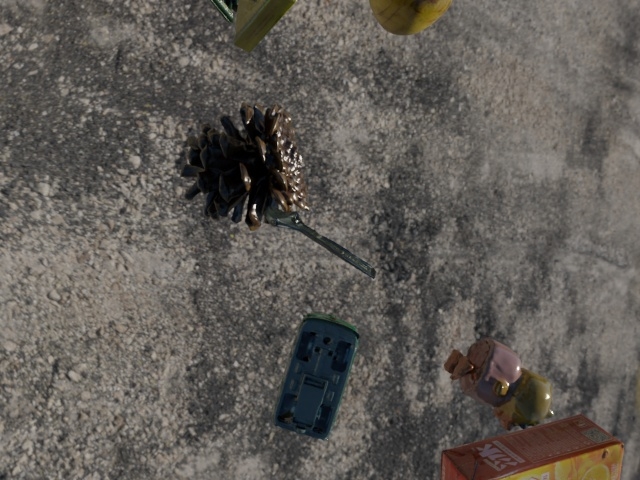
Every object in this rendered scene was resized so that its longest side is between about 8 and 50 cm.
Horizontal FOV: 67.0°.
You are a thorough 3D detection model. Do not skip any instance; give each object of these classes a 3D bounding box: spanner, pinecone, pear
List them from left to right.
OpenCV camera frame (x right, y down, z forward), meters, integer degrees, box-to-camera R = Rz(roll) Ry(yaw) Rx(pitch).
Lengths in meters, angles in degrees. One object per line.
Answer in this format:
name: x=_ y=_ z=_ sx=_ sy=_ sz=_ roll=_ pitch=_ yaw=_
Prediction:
pinecone: x=-0.223 y=-0.192 z=1.358 sx=0.384 sy=0.384 sz=0.385 roll=-9 pitch=103 yaw=-42
spanner: x=0.000 y=0.000 z=1.195 sx=0.093 sy=0.325 sz=0.026 roll=-42 pitch=160 yaw=-55
pear: x=0.282 y=-0.792 z=1.512 sx=0.280 sy=0.280 sz=0.281 roll=-9 pitch=103 yaw=-42

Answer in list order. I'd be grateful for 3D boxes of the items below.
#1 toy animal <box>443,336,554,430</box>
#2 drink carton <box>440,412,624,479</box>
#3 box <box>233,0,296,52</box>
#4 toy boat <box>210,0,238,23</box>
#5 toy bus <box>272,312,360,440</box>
toy animal: x=0.470 y=0.370 z=1.236 sx=0.281 sy=0.195 sz=0.169 roll=42 pitch=91 yaw=1
drink carton: x=0.261 y=0.295 z=0.600 sx=0.222 sy=0.071 sz=0.096 roll=-6 pitch=104 yaw=-17
box: x=-0.087 y=-0.481 z=0.822 sx=0.040 sy=0.153 sz=0.279 roll=14 pitch=69 yaw=-35
toy boat: x=-0.242 y=-0.590 z=1.094 sx=0.210 sy=0.052 sz=0.104 roll=39 pitch=56 yaw=-65
toy bus: x=-0.010 y=0.378 z=1.418 sx=0.183 sy=0.199 sz=0.344 roll=18 pitch=95 yaw=0
